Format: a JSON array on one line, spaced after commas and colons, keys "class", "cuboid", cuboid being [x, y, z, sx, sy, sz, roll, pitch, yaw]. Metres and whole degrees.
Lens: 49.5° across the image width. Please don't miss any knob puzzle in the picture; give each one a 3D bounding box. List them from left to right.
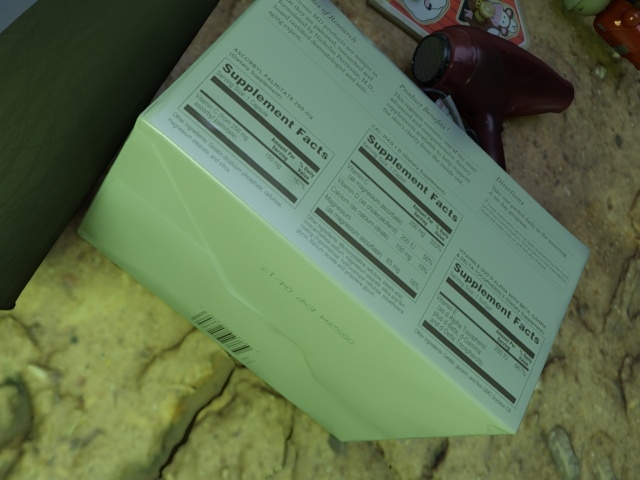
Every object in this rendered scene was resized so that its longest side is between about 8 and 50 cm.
[{"class": "knob puzzle", "cuboid": [0.157, -0.267, 0.748, 0.213, 0.030, 0.213, 9, 69, -26]}]

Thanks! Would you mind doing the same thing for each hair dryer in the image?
[{"class": "hair dryer", "cuboid": [0.152, -0.098, 0.682, 0.293, 0.080, 0.223, -40, 111, -27]}]

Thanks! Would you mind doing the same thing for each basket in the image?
[{"class": "basket", "cuboid": [-0.172, -0.103, 0.385, 0.227, 0.154, 0.204, -50, 144, -9]}]

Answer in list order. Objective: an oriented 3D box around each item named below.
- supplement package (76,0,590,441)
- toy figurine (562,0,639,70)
[{"class": "supplement package", "cuboid": [0.000, 0.000, 0.472, 0.262, 0.204, 0.145, 41, 60, -11]}, {"class": "toy figurine", "cuboid": [0.408, -0.330, 0.802, 0.148, 0.209, 0.213, 44, 58, -3]}]
